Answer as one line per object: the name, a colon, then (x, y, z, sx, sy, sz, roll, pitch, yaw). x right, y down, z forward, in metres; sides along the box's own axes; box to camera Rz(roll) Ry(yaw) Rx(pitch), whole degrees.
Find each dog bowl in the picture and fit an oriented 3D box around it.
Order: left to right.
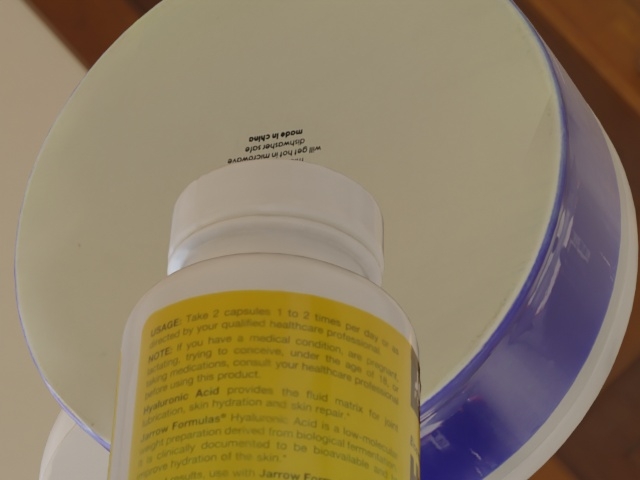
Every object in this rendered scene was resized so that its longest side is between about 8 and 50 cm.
dog bowl: (0.000, 0.000, 0.867, 0.265, 0.265, 0.104, -43, 143, 0)

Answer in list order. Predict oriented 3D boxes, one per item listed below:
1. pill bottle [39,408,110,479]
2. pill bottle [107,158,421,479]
pill bottle: (-0.071, 0.154, 1.286, 0.210, 0.210, 0.363, -43, 180, 3)
pill bottle: (-0.011, 0.043, 0.401, 0.065, 0.065, 0.116, 128, -29, -51)
